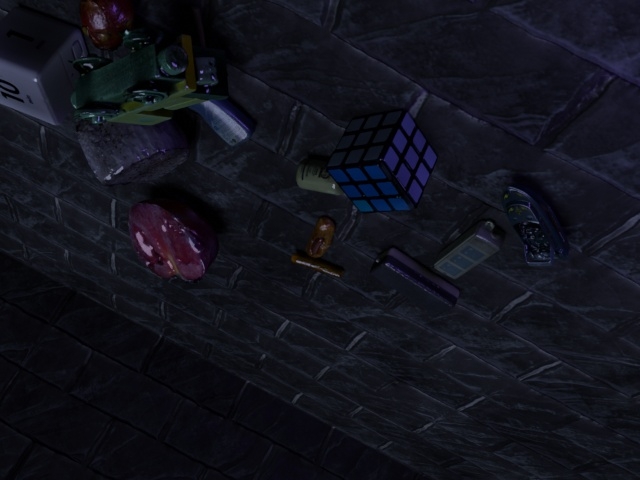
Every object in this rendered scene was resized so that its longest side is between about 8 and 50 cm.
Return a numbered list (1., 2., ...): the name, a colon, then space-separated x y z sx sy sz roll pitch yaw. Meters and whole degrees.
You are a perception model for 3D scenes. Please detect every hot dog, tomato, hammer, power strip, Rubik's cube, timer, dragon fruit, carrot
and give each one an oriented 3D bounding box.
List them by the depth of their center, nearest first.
1. dragon fruit: -0.481 -0.533 1.576 0.125 0.125 0.246 -8 124 4
2. Rubik's cube: 0.135 -0.169 1.586 0.162 0.163 0.160 -4 139 42
3. hammer: -0.265 -0.447 1.627 0.062 0.013 0.199 21 152 11
4. power strip: 0.371 0.029 1.825 0.078 0.052 0.272 30 152 -5
5. timer: -0.721 -0.443 1.837 0.195 0.194 0.192 21 151 9
6. dragon fruit: -0.484 -0.278 1.904 0.204 0.283 0.221 -34 85 17
7. power strip: 0.264 0.114 2.046 0.256 0.070 0.105 32 149 -11
8. hot dog: 0.000 0.000 2.107 0.066 0.047 0.216 25 152 -2
9. carrot: -0.009 0.078 2.248 0.170 0.042 0.042 20 151 13
10. tomato: -0.456 -0.028 2.335 0.334 0.176 0.290 1 122 40

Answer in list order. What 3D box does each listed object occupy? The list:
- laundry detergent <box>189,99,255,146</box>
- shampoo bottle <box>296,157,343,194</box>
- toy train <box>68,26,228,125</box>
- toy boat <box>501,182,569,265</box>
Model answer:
1. laundry detergent: -0.258 -0.322 1.778 0.206 0.061 0.096 42 148 -25
2. shampoo bottle: 0.024 -0.155 1.793 0.162 0.079 0.079 13 149 26
3. toy train: -0.386 -0.354 1.615 0.397 0.160 0.253 -7 178 43
4. toy boat: 0.466 -0.035 1.590 0.093 0.103 0.246 -3 137 45
